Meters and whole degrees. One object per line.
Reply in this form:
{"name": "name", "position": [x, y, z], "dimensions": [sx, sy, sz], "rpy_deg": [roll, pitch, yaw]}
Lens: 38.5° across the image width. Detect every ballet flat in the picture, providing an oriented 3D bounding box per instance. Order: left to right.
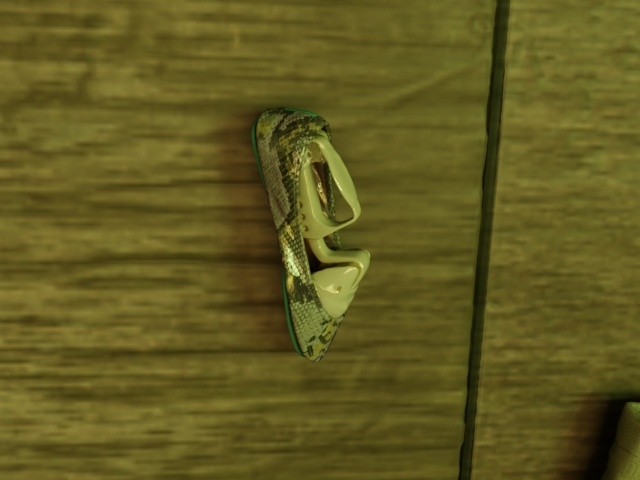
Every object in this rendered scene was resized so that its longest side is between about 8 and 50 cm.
{"name": "ballet flat", "position": [0.000, 0.000, 0.386], "dimensions": [0.041, 0.041, 0.114], "rpy_deg": [-12, 107, -3]}

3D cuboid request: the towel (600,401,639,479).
{"name": "towel", "position": [0.264, 0.239, 0.497], "dimensions": [0.312, 0.056, 0.324], "rpy_deg": [10, 108, -6]}
